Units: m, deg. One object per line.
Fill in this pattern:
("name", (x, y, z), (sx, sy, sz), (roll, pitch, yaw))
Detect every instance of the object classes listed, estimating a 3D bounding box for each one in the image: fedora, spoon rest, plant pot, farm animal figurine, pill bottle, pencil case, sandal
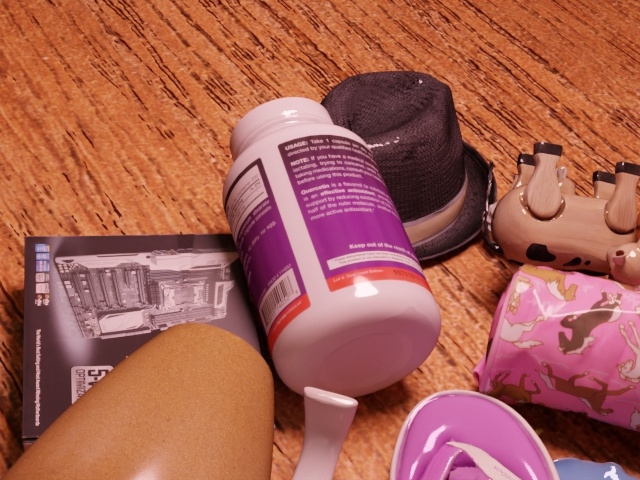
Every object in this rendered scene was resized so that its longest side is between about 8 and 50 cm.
("fedora", (0.083, -0.117, 1.583), (0.334, 0.152, 0.334), (5, 39, -4))
("spoon rest", (-0.029, 0.272, 1.153), (0.137, 0.084, 0.276), (15, 52, 11))
("plant pot", (-0.139, 0.200, 1.061), (0.237, 0.237, 0.254), (15, 45, 10))
("farm animal figurine", (0.338, -0.002, 1.399), (0.326, 0.330, 0.172), (10, 81, 10))
("pill bottle", (0.000, 0.000, 1.356), (0.181, 0.181, 0.323), (-7, 53, -17))
("pencil case", (0.357, 0.140, 1.285), (0.386, 0.167, 0.160), (16, -1, 12))
("sandal", (0.145, 0.273, 1.123), (0.169, 0.102, 0.416), (-5, 39, 5))

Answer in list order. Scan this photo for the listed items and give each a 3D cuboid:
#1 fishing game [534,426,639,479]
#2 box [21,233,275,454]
("fishing game", (0.272, 0.280, 1.207), (0.189, 0.041, 0.264), (-23, 48, -29))
("box", (-0.189, 0.116, 1.307), (0.242, 0.076, 0.307), (-1, 39, -11))
